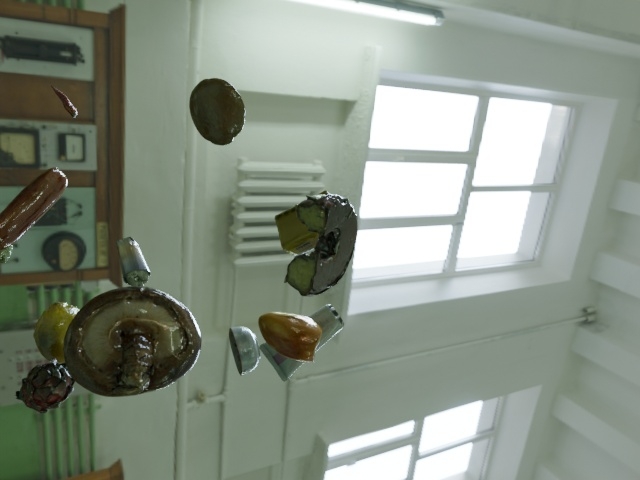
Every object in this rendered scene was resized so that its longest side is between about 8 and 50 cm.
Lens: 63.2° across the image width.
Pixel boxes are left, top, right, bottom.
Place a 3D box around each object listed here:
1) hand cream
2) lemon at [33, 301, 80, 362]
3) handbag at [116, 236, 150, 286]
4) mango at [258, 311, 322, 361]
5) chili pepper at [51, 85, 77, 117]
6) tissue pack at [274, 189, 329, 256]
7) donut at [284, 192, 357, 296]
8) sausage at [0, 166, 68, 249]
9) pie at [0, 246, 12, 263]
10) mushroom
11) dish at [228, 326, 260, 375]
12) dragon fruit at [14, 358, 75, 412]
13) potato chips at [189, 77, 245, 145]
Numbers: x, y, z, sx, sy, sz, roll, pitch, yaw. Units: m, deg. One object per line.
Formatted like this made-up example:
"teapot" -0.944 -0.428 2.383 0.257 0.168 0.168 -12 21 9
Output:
"hand cream" -0.067 0.412 2.182 0.186 0.358 0.118 52 0 6
"lemon" -1.016 0.366 2.051 0.204 0.204 0.260 19 -64 59
"handbag" -0.673 0.085 1.881 0.117 0.095 0.173 85 -16 -64
"mango" -0.127 0.361 2.019 0.138 0.256 0.187 104 4 -52
"chili pepper" -0.988 -0.538 2.013 0.178 0.027 0.045 47 -28 13
"tissue pack" -0.046 -0.072 2.244 0.270 0.134 0.192 -26 -123 16
"donut" 0.012 0.001 1.728 0.136 0.259 0.345 20 -71 30
"sausage" -0.807 -0.089 1.436 0.089 0.083 0.300 -34 -154 48
"pie" -0.980 -0.017 1.498 0.247 0.090 0.201 26 -74 22
"mushroom" -0.424 0.239 1.192 0.163 0.296 0.278 111 -26 -45
"dish" -0.379 0.551 2.645 0.256 0.117 0.257 166 -90 -71
"dragon fruit" -0.995 0.531 1.896 0.188 0.182 0.182 -40 -122 40
"potato chips" -0.333 -0.403 1.630 0.062 0.195 0.208 -34 125 -73
